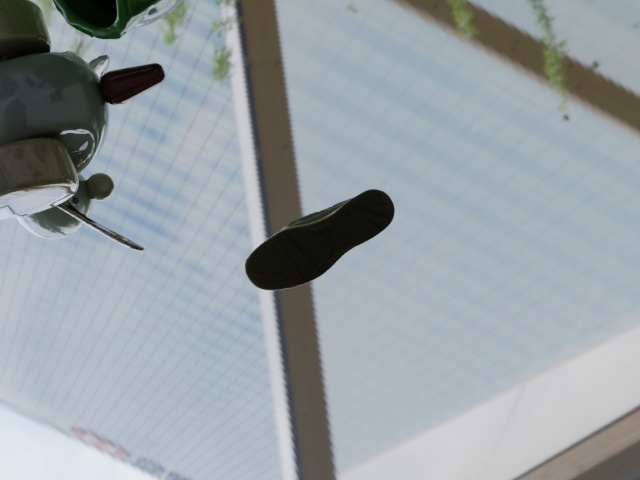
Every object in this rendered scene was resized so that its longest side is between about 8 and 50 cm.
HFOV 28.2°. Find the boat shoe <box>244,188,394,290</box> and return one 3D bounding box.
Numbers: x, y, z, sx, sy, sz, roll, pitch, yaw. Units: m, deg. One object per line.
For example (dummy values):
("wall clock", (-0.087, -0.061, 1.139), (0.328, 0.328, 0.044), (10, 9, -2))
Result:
("boat shoe", (0.000, -0.002, 1.199), (0.153, 0.048, 0.056), (-32, -84, 4))

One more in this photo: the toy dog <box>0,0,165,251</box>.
("toy dog", (-0.201, -0.089, 1.042), (0.161, 0.334, 0.220), (-12, -81, -6))

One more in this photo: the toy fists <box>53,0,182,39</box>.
("toy fists", (-0.150, -0.283, 0.874), (0.142, 0.096, 0.279), (-45, -49, -44))
